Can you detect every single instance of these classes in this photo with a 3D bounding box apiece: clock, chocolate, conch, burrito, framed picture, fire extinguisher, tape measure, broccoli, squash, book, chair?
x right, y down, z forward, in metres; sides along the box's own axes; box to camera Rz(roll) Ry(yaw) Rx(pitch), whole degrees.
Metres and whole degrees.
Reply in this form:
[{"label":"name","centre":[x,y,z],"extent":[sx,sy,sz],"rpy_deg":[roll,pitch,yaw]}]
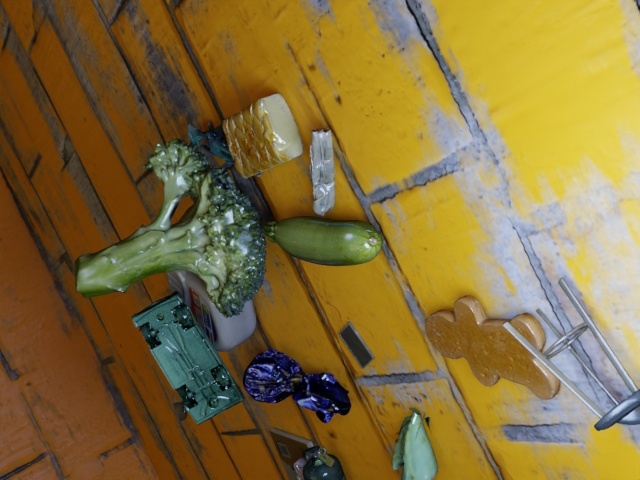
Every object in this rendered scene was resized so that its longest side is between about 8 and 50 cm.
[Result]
[{"label":"clock","centre":[-0.026,0.605,2.101],"extent":[0.129,0.041,0.087],"rpy_deg":[55,147,3]},{"label":"chocolate","centre":[-0.033,0.327,1.868],"extent":[0.148,0.126,0.343],"rpy_deg":[33,163,-32]},{"label":"conch","centre":[0.178,0.402,1.634],"extent":[0.105,0.079,0.170],"rpy_deg":[7,104,49]},{"label":"burrito","centre":[0.004,-0.120,1.500],"extent":[0.041,0.045,0.185],"rpy_deg":[-118,18,-49]},{"label":"framed picture","centre":[0.073,0.213,1.704],"extent":[0.089,0.006,0.066],"rpy_deg":[55,149,13]},{"label":"fire extinguisher","centre":[0.024,0.612,2.004],"extent":[0.095,0.114,0.311],"rpy_deg":[-12,105,21]},{"label":"tape measure","centre":[-0.269,0.145,2.070],"extent":[0.265,0.130,0.258],"rpy_deg":[35,144,30]},{"label":"broccoli","centre":[-0.292,0.042,1.781],"extent":[0.353,0.397,0.275],"rpy_deg":[38,170,25]},{"label":"squash","centre":[0.000,0.000,1.563],"extent":[0.341,0.094,0.094],"rpy_deg":[5,118,52]},{"label":"book","centre":[-0.030,0.637,2.193],"extent":[0.208,0.020,0.295],"rpy_deg":[-3,111,58]},{"label":"chair","centre":[0.355,0.171,1.137],"extent":[0.221,0.095,0.104],"rpy_deg":[49,159,21]}]

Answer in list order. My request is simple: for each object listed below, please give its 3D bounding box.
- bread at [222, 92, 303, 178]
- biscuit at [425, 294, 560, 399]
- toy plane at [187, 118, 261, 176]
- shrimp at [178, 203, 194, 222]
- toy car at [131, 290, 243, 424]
[{"label":"bread","centre":[-0.113,-0.198,1.601],"extent":[0.188,0.068,0.125],"rpy_deg":[-12,103,60]},{"label":"biscuit","centre":[0.264,0.160,1.331],"extent":[0.250,0.036,0.165],"rpy_deg":[6,121,53]},{"label":"toy plane","centre":[-0.210,-0.205,1.766],"extent":[0.235,0.060,0.096],"rpy_deg":[28,149,39]},{"label":"shrimp","centre":[-0.342,-0.010,2.057],"extent":[0.052,0.143,0.251],"rpy_deg":[34,157,4]},{"label":"toy car","centre":[-0.322,0.282,2.028],"extent":[0.321,0.141,0.097],"rpy_deg":[61,-178,-12]}]
